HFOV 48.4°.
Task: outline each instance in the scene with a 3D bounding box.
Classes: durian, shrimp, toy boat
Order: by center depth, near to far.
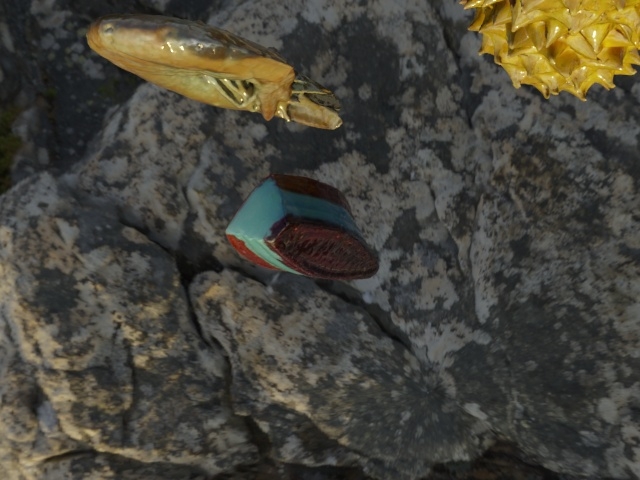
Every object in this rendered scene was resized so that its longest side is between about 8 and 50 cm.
[{"bbox_3d":[0.220,-0.227,0.618,0.305,0.196,0.185,14,98,-20],"label":"durian"},{"bbox_3d":[-0.077,-0.167,0.713,0.168,0.317,0.077,18,99,47],"label":"shrimp"},{"bbox_3d":[0.000,0.000,0.947,0.079,0.392,0.136,42,97,22],"label":"toy boat"}]
